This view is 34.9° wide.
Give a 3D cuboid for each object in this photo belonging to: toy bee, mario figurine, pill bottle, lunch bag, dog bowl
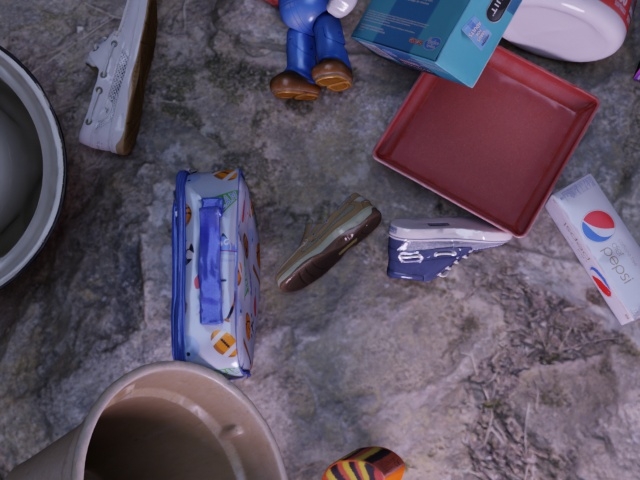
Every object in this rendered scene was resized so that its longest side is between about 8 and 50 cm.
[{"bbox_3d":[0.009,0.404,1.389,0.162,0.195,0.298,21,91,31],"label":"toy bee"},{"bbox_3d":[-0.043,-0.383,1.542,0.198,0.170,0.320,-6,80,3],"label":"mario figurine"},{"bbox_3d":[0.396,-0.470,1.518,0.210,0.210,0.362,18,80,6],"label":"pill bottle"},{"bbox_3d":[-0.150,0.046,1.421,0.115,0.243,0.303,-2,80,1],"label":"lunch bag"},{"bbox_3d":[-0.562,-0.102,1.479,0.408,0.150,0.407,0,91,-4],"label":"dog bowl"}]

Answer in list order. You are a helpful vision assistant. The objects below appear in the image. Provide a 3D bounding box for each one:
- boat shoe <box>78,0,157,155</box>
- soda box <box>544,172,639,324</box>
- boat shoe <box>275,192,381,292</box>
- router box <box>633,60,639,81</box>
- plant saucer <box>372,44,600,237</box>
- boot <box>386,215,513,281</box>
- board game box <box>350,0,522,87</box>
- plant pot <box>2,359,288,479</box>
[{"bbox_3d":[-0.316,-0.273,1.565,0.096,0.098,0.276,10,81,3],"label":"boat shoe"},{"bbox_3d":[0.419,0.014,1.491,0.069,0.074,0.216,-29,79,-4],"label":"soda box"},{"bbox_3d":[0.000,0.000,1.522,0.190,0.068,0.072,-37,67,-15],"label":"boat shoe"},{"bbox_3d":[0.578,-0.308,1.562,0.133,0.046,0.178,24,80,7],"label":"router box"},{"bbox_3d":[0.248,-0.162,1.536,0.259,0.047,0.259,30,75,9],"label":"plant saucer"},{"bbox_3d":[0.190,0.014,1.513,0.190,0.069,0.086,1,111,-9],"label":"boot"},{"bbox_3d":[0.209,-0.404,1.464,0.079,0.254,0.336,27,95,-32],"label":"board game box"},{"bbox_3d":[-0.260,0.356,1.306,0.306,0.334,0.333,-26,76,37],"label":"plant pot"}]
